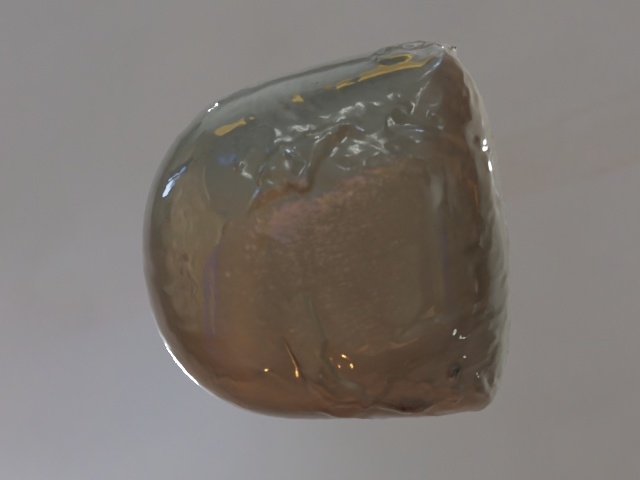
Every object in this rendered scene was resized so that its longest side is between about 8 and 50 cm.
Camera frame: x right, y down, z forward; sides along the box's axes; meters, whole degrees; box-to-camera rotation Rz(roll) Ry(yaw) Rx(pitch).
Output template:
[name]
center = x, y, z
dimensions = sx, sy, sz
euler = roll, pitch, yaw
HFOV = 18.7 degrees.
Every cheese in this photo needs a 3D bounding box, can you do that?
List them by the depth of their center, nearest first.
[cheese]
center = 0.000, 0.000, 1.014
dimensions = 0.189, 0.198, 0.154
euler = -8, -166, -3
